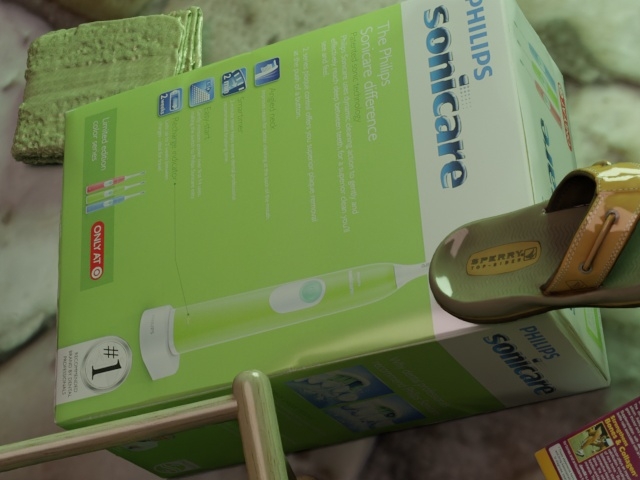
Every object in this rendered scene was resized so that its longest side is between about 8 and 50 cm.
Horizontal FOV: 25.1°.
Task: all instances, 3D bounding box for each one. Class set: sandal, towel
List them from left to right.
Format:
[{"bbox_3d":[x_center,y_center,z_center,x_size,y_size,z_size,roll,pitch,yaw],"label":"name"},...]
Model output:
[{"bbox_3d":[-0.148,-0.106,1.007,0.148,0.027,0.110,-6,64,24],"label":"towel"},{"bbox_3d":[0.119,-0.007,0.638,0.180,0.049,0.072,-15,47,34],"label":"sandal"}]

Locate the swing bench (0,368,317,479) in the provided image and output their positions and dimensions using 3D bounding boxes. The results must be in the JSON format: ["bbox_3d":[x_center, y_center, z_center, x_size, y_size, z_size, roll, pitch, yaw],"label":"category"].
[{"bbox_3d":[-0.116,0.231,0.704,0.253,0.165,0.254,-13,57,5],"label":"swing bench"}]

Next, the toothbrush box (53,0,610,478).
[{"bbox_3d":[0.000,0.000,0.817,0.283,0.122,0.206,-16,60,21],"label":"toothbrush box"}]

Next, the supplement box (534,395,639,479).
[{"bbox_3d":[0.159,0.116,0.722,0.083,0.043,0.055,-30,55,13],"label":"supplement box"}]
